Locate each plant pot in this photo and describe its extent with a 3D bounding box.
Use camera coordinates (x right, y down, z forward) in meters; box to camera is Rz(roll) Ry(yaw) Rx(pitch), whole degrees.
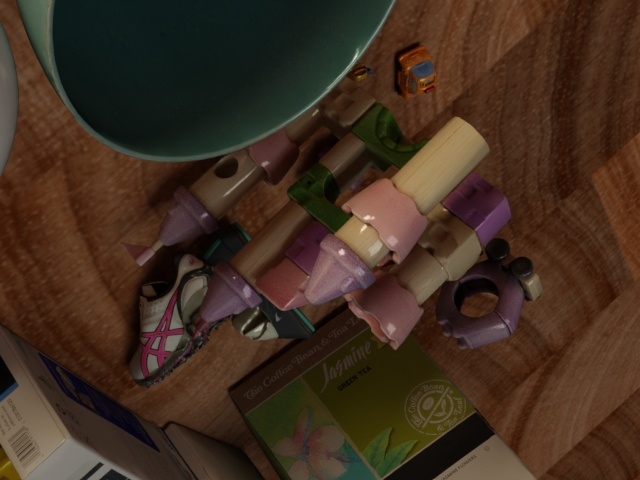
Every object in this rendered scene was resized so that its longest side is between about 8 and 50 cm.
[{"bbox_3d":[-0.104,-0.228,0.960,0.290,0.195,0.290,-27,142,-23],"label":"plant pot"}]

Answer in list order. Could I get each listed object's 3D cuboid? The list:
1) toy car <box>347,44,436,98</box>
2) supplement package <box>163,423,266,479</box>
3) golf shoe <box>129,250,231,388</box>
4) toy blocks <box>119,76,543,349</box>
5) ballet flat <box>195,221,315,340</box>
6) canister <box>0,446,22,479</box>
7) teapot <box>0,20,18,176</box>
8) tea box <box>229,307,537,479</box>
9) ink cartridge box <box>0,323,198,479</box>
[{"bbox_3d":[0.069,-0.155,1.351,0.122,0.040,0.060,-16,138,-34],"label":"toy car"},{"bbox_3d":[-0.181,0.388,1.568,0.293,0.177,0.175,-46,146,6],"label":"supplement package"},{"bbox_3d":[-0.150,0.079,1.370,0.186,0.086,0.067,-47,174,40],"label":"golf shoe"},{"bbox_3d":[0.000,0.000,1.236,0.260,0.288,0.309,-46,149,-7],"label":"toy blocks"},{"bbox_3d":[-0.073,0.058,1.416,0.074,0.074,0.203,-39,140,-5],"label":"ballet flat"},{"bbox_3d":[-0.264,0.294,1.389,0.073,0.170,0.126,-34,145,-14],"label":"canister"},{"bbox_3d":[-0.313,-0.125,0.886,0.252,0.187,0.256,31,124,-27],"label":"teapot"},{"bbox_3d":[0.096,0.298,1.617,0.220,0.323,0.329,-36,146,-9],"label":"tea box"},{"bbox_3d":[-0.218,0.208,1.347,0.065,0.165,0.332,-43,145,0],"label":"ink cartridge box"}]
